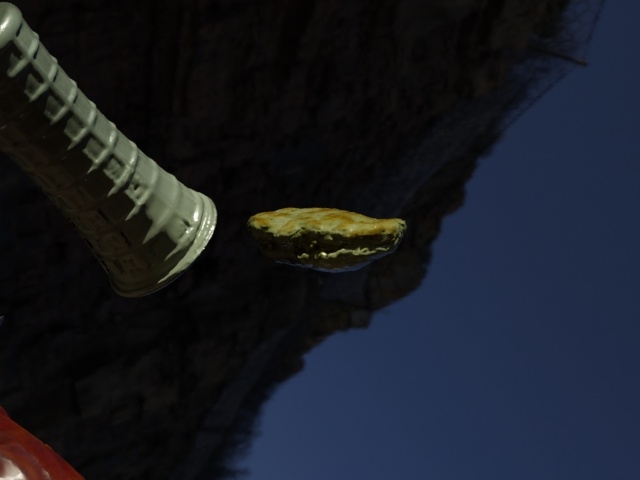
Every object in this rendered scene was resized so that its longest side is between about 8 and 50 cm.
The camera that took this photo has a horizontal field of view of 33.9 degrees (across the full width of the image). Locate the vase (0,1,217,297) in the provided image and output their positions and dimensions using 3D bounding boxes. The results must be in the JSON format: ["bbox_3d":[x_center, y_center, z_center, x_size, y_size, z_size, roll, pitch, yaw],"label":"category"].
[{"bbox_3d":[-0.245,-0.086,1.033,0.299,0.143,0.143,49,-12,-35],"label":"vase"}]

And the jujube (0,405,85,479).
[{"bbox_3d":[-0.302,0.201,0.777,0.342,0.216,0.216,24,-53,39],"label":"jujube"}]

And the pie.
[{"bbox_3d":[0.000,0.000,1.487,0.248,0.201,0.090,-170,-101,-64],"label":"pie"}]

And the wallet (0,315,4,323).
[{"bbox_3d":[-0.433,0.134,1.313,0.018,0.082,0.157,32,2,-7],"label":"wallet"}]
